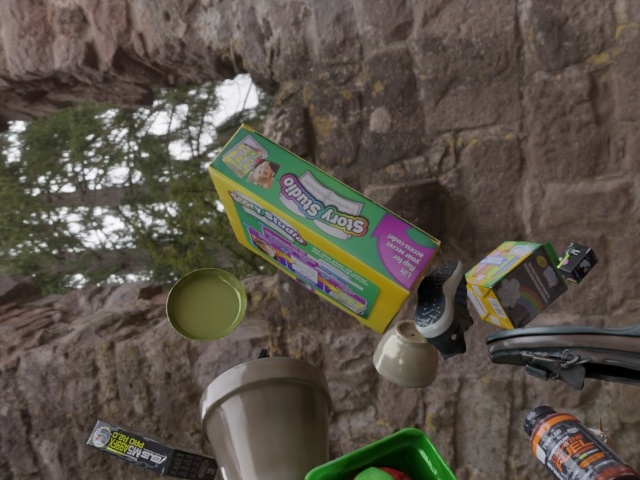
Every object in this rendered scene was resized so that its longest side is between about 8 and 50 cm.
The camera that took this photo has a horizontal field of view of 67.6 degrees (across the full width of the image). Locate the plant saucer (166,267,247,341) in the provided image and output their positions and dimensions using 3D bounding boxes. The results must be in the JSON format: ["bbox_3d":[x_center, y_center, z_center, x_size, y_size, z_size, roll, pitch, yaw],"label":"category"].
[{"bbox_3d":[-0.346,0.199,1.467,0.037,0.240,0.241,100,175,-59],"label":"plant saucer"}]

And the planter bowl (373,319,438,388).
[{"bbox_3d":[0.218,0.265,1.174,0.162,0.161,0.109,-64,-15,-65],"label":"planter bowl"}]

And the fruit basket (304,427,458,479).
[{"bbox_3d":[0.139,0.439,0.658,0.392,0.282,0.393,31,126,55],"label":"fruit basket"}]

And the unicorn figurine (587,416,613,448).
[{"bbox_3d":[0.509,0.422,0.929,0.111,0.060,0.162,-20,59,59],"label":"unicorn figurine"}]

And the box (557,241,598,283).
[{"bbox_3d":[0.644,0.057,1.210,0.052,0.083,0.062,46,174,-27],"label":"box"}]

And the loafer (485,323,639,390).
[{"bbox_3d":[0.349,0.154,0.610,0.096,0.267,0.084,37,-129,-51],"label":"loafer"}]

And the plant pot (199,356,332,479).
[{"bbox_3d":[-0.105,0.479,1.094,0.280,0.322,0.323,-111,4,-49],"label":"plant pot"}]

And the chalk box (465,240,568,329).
[{"bbox_3d":[0.460,0.087,1.109,0.132,0.213,0.132,57,167,-11],"label":"chalk box"}]

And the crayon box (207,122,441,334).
[{"bbox_3d":[0.000,0.000,0.846,0.106,0.362,0.313,-54,-12,-19],"label":"crayon box"}]

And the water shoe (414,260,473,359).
[{"bbox_3d":[0.191,0.103,0.728,0.080,0.072,0.203,57,-148,-8],"label":"water shoe"}]

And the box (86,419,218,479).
[{"bbox_3d":[-0.394,0.518,1.163,0.270,0.216,0.060,68,-142,-59],"label":"box"}]

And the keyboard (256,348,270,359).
[{"bbox_3d":[-0.202,0.453,1.663,0.108,0.023,0.180,-57,-24,-49],"label":"keyboard"}]

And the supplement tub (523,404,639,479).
[{"bbox_3d":[0.438,0.372,0.823,0.198,0.105,0.106,-128,28,-70],"label":"supplement tub"}]
